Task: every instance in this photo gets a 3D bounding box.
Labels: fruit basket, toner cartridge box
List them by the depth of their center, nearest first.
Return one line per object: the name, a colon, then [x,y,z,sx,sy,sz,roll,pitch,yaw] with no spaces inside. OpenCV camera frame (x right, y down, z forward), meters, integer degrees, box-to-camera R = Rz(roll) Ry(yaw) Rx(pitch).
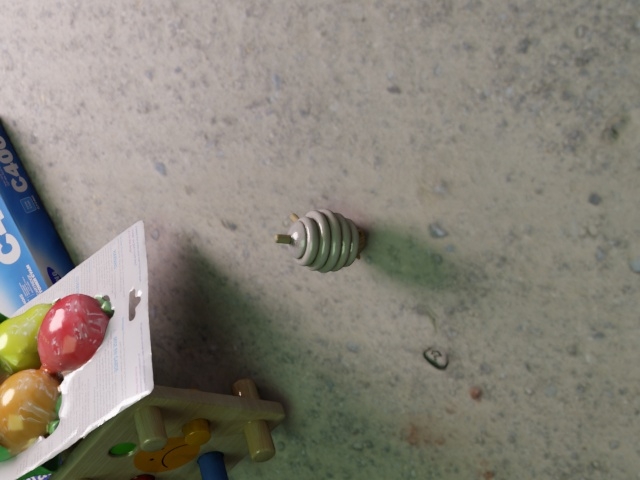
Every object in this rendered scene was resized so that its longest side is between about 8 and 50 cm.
fruit basket: [-0.357,0.175,1.452,0.353,0.327,0.165,-30,130,14]
toner cartridge box: [-0.499,-0.005,1.643,0.165,0.075,0.347,-26,93,32]

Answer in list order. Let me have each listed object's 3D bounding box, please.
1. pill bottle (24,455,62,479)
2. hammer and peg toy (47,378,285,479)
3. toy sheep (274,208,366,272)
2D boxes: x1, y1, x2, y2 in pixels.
pill bottle: [-0.450,0.384,1.699,0.219,0.123,0.123,49,121,21]
hammer and peg toy: [-0.243,0.326,1.522,0.361,0.266,0.127,-47,47,31]
toy sheep: [0.000,0.000,1.364,0.091,0.132,0.091,177,90,-65]
